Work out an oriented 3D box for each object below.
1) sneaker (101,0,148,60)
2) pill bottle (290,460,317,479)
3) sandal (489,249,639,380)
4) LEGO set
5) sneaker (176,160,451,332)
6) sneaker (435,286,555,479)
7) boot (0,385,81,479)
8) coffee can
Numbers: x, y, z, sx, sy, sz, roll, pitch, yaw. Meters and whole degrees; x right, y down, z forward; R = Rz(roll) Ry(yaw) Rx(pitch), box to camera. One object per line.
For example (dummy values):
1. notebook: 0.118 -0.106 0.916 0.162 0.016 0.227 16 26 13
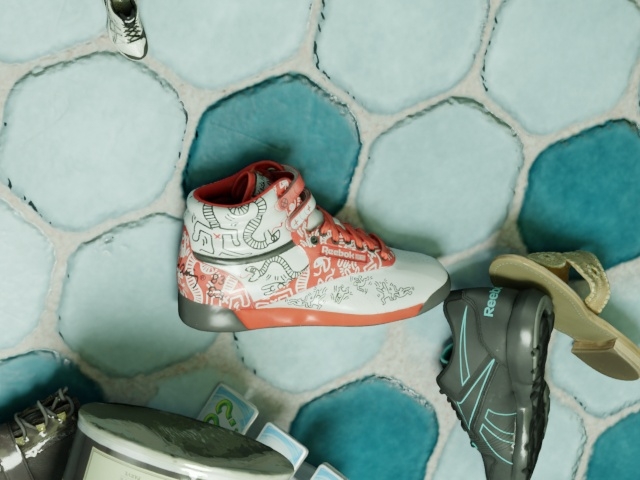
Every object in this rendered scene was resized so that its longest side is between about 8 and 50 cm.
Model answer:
1. sneaker: -0.171 -0.191 1.567 0.032 0.037 0.083 -27 119 -11
2. pill bottle: -0.049 0.304 1.775 0.094 0.094 0.169 28 99 -27
3. sandal: 0.256 0.050 1.814 0.240 0.088 0.079 41 61 -35
4. LEGO set: -0.101 0.284 1.712 0.244 0.182 0.060 -56 162 8
5. sneaker: 0.000 0.001 1.675 0.270 0.090 0.145 -5 114 -16
6. sneaker: 0.175 0.150 1.810 0.106 0.101 0.267 10 126 17
7. boot: -0.325 0.196 1.640 0.229 0.091 0.263 -29 128 -8
8. coffee can: -0.155 0.306 1.608 0.201 0.201 0.275 15 94 -25
